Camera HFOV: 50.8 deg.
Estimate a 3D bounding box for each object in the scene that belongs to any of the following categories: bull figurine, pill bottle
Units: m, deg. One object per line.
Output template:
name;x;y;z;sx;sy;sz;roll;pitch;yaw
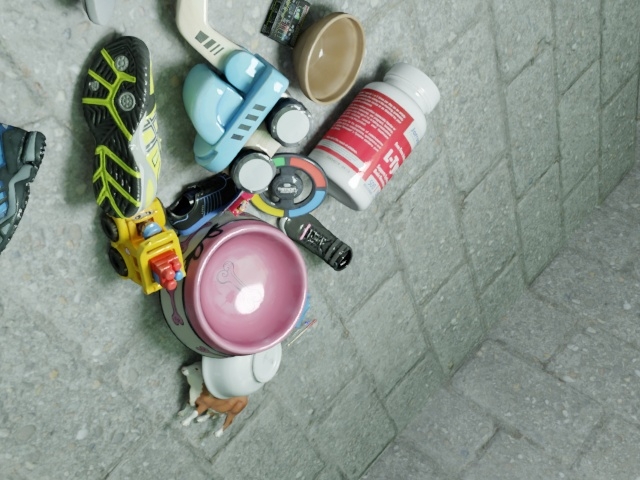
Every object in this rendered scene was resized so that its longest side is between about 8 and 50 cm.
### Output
bull figurine;-0.338;0.485;2.063;0.188;0.101;0.310;-50;139;-3
pill bottle;0.158;-0.305;1.952;0.408;0.229;0.229;-52;141;-7

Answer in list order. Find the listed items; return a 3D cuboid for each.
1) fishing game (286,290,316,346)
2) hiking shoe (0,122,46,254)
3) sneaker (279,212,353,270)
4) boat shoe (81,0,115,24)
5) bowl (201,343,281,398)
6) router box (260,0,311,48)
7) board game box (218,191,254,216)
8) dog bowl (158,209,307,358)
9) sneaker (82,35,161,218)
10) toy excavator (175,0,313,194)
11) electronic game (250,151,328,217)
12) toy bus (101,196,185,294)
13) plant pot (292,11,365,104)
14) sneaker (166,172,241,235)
fishing game;-0.113;0.220;2.172;0.189;0.041;0.264;-42;131;-19
hiking shoe;-0.654;-0.101;1.348;0.132;0.113;0.304;21;107;-21
sneaker;0.000;0.000;2.057;0.105;0.146;0.295;-55;140;0
boat shoe;-0.448;-0.541;1.254;0.096;0.088;0.268;-70;162;-56
bowl;-0.208;0.337;1.994;0.297;0.134;0.298;-25;119;-56
router box;-0.086;-0.552;1.676;0.092;0.038;0.123;11;107;-49
board game box;-0.195;-0.099;1.711;0.133;0.033;0.169;-44;-174;3
dog bowl;-0.211;0.123;1.790;0.407;0.150;0.409;-2;94;-35
sneaker;-0.420;-0.248;1.471;0.147;0.145;0.385;-48;147;-72
toy excavator;-0.217;-0.385;1.518;0.445;0.222;0.433;31;104;-34
electronic game;-0.092;-0.148;1.848;0.229;0.048;0.229;-1;135;-1
toy bus;-0.399;0.016;1.590;0.149;0.211;0.220;-26;131;-31
plant pot;0.003;-0.482;1.750;0.237;0.109;0.238;-38;144;-34
sneaker;-0.291;-0.114;1.719;0.232;0.081;0.090;-45;147;-14
